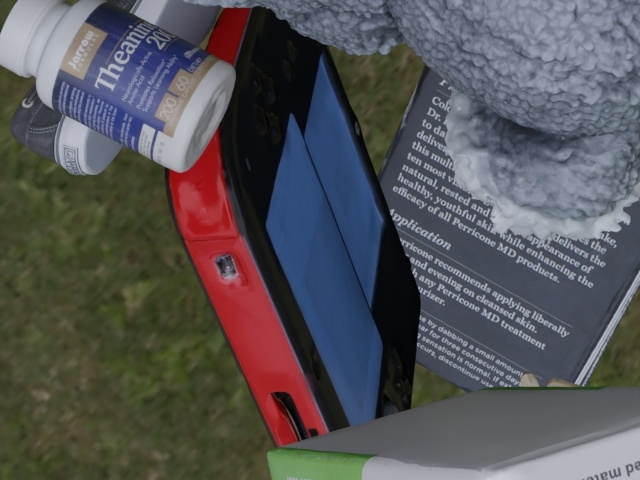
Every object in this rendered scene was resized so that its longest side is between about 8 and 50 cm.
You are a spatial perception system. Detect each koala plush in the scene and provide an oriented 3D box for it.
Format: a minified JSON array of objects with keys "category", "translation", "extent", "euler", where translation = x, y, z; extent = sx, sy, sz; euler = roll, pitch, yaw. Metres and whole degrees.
[{"category":"koala plush","translation":[0.051,-0.115,0.623],"extent":[0.221,0.203,0.196],"euler":[42,132,18]}]

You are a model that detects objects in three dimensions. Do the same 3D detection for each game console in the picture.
[{"category":"game console","translation":[0.000,0.000,1.308],"extent":[0.060,0.342,0.387],"euler":[-9,125,19]}]

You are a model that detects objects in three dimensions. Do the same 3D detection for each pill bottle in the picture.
[{"category":"pill bottle","translation":[-0.112,-0.092,0.938],"extent":[0.120,0.067,0.067],"euler":[27,124,5]}]

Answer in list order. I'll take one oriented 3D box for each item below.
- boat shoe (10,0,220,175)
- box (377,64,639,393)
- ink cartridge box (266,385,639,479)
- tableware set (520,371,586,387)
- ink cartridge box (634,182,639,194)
[{"category":"boat shoe","translation":[-0.140,-0.141,1.202],"extent":[0.076,0.228,0.080],"euler":[19,151,18]},{"category":"box","translation":[0.284,-0.139,1.837],"extent":[0.297,0.480,0.472],"euler":[31,126,8]},{"category":"ink cartridge box","translation":[0.091,0.198,0.636],"extent":[0.198,0.114,0.273],"euler":[-11,92,66]},{"category":"tableware set","translation":[0.212,0.153,1.181],"extent":[0.194,0.039,0.128],"euler":[17,125,-14]},{"category":"ink cartridge box","translation":[0.346,-0.194,1.131],"extent":[0.091,0.385,0.308],"euler":[55,163,16]}]
